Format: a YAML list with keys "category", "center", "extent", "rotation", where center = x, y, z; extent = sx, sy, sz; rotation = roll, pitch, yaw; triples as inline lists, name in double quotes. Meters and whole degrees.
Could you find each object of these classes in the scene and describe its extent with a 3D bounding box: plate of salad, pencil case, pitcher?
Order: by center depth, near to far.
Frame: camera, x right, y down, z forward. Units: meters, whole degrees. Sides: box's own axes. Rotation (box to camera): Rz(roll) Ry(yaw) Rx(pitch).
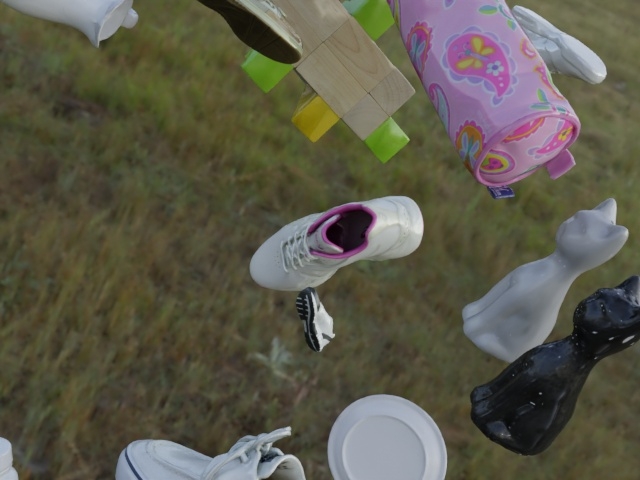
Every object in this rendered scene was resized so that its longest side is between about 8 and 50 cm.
- category: "pencil case"
  center: [0.163, -0.187, 1.195]
  extent: [0.124, 0.124, 0.284]
  rotation: [12, 45, -45]
- category: "pitcher"
  center: [-0.338, -0.338, 1.500]
  extent: [0.207, 0.125, 0.178]
  rotation: [33, 8, -1]
- category: "plate of salad"
  center: [0.109, 0.346, 1.868]
  extent: [0.200, 0.199, 0.048]
  rotation: [30, 13, 16]

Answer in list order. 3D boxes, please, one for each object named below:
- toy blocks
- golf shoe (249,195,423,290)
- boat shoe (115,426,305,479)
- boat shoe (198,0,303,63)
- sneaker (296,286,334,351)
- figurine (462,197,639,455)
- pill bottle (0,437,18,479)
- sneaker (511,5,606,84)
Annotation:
- category: "toy blocks"
  center: [-0.039, -0.300, 1.526]
  extent: [0.381, 0.191, 0.261]
  rotation: [45, 5, -33]
- category: "golf shoe"
  center: [0.000, 0.000, 1.759]
  extent: [0.140, 0.306, 0.115]
  rotation: [5, 67, -58]
- category: "boat shoe"
  center: [-0.061, 0.265, 1.239]
  extent: [0.367, 0.156, 0.136]
  rotation: [24, 15, 31]
- category: "boat shoe"
  center: [-0.073, -0.232, 1.120]
  extent: [0.153, 0.048, 0.056]
  rotation: [36, -25, -10]
- category: "sneaker"
  center: [-0.006, 0.114, 1.752]
  extent: [0.040, 0.109, 0.044]
  rotation: [21, 42, 41]
- category: "figurine"
  center: [0.244, 0.075, 1.168]
  extent: [0.092, 0.209, 0.215]
  rotation: [28, 33, -18]
- category: "pill bottle"
  center: [-0.373, 0.291, 1.278]
  extent: [0.078, 0.137, 0.078]
  rotation: [2, 15, -1]
- category: "sneaker"
  center: [0.384, -0.303, 1.933]
  extent: [0.080, 0.094, 0.212]
  rotation: [3, 34, -47]
